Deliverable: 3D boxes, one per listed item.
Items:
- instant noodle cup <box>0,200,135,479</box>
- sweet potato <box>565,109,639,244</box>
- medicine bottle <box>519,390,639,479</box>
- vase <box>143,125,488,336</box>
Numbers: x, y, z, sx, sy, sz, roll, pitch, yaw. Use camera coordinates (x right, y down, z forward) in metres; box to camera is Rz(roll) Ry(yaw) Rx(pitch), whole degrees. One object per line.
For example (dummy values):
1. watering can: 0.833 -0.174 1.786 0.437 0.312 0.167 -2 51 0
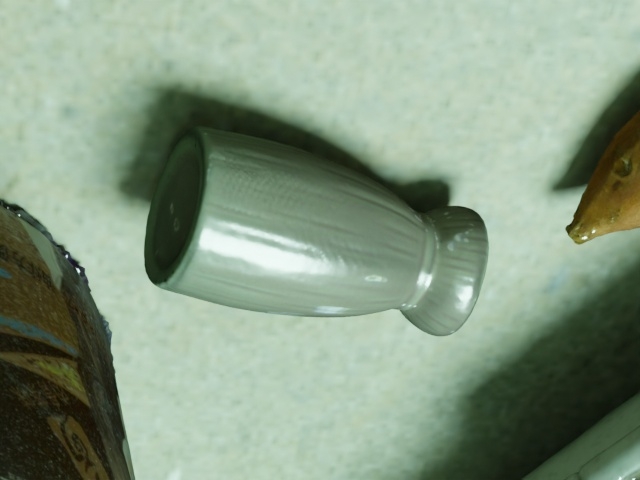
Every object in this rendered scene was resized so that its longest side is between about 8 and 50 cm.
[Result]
1. instant noodle cup: -0.141 0.102 0.486 0.217 0.207 0.217 -5 126 -6
2. sweet potato: 0.115 -0.032 0.540 0.034 0.034 0.095 30 116 -26
3. medicine bottle: 0.226 0.121 0.598 0.375 0.123 0.282 -39 111 19
4. vase: 0.000 0.000 0.533 0.100 0.053 0.053 13 122 -23
